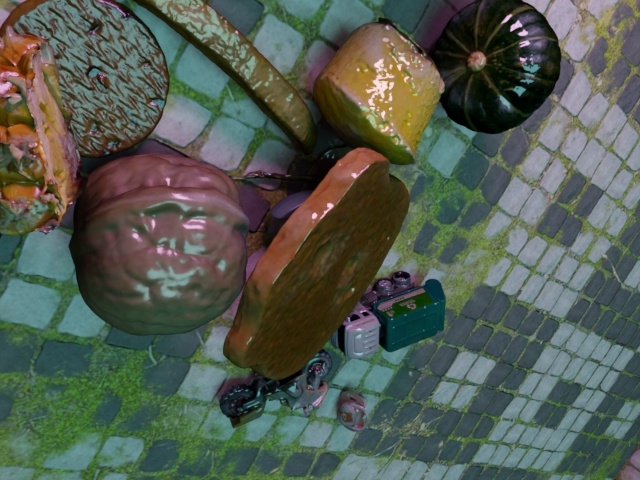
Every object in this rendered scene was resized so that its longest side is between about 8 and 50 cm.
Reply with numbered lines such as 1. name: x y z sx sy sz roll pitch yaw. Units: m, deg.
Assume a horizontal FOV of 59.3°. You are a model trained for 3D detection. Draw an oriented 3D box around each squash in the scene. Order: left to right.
1. squash: 0.284 -0.284 0.923 0.172 0.218 0.218 -8 124 -66

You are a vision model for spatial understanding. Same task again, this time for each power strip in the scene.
1. power strip: 0.000 0.000 0.990 0.137 0.044 0.216 -30 131 -12

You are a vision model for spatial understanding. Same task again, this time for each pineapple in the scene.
1. pineapple: -0.338 -0.110 0.636 0.115 0.186 0.236 -12 83 -2

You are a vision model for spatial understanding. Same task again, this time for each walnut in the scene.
1. walnut: -0.213 0.004 0.751 0.248 0.248 0.248 -14 121 -25

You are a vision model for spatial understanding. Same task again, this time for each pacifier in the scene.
1. pacifier: 0.080 0.370 1.233 0.078 0.082 0.099 -25 131 -53

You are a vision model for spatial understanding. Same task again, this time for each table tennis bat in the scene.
1. table tennis bat: 0.044 -0.126 0.979 0.131 0.022 0.234 19 105 -36

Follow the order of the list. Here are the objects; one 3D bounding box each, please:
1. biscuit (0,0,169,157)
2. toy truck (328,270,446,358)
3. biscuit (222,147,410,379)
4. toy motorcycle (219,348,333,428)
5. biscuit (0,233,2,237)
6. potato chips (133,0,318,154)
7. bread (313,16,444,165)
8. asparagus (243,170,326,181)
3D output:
1. biscuit: -0.298 -0.207 0.714 0.212 0.036 0.212 -13 119 -24
2. toy truck: 0.137 0.148 1.116 0.253 0.124 0.114 -17 120 -26
3. biscuit: 0.001 0.049 0.884 0.385 0.062 0.365 -55 157 -1
4. toy motorcycle: -0.075 0.297 1.081 0.229 0.094 0.129 -22 126 -15
5. biscuit: -0.517 -0.047 0.625 0.296 0.102 0.296 -12 117 -25
6. potato chips: -0.114 -0.245 0.784 0.407 0.080 0.057 37 82 -39
7. bread: 0.090 -0.214 0.849 0.197 0.197 0.170 34 88 -39
8. asparagus: -0.048 -0.105 0.927 0.163 0.016 0.016 2 105 -22
